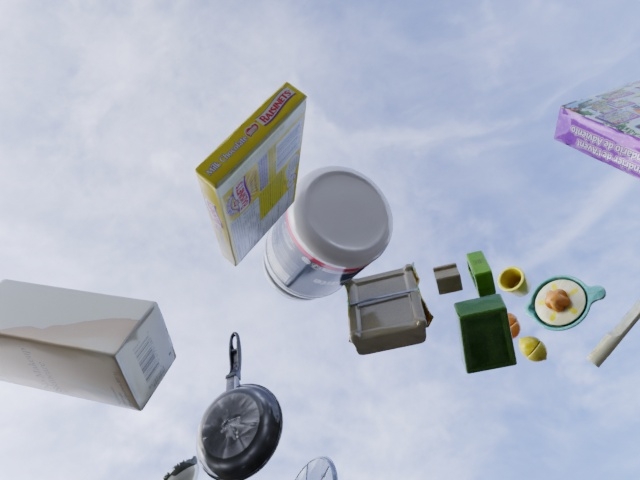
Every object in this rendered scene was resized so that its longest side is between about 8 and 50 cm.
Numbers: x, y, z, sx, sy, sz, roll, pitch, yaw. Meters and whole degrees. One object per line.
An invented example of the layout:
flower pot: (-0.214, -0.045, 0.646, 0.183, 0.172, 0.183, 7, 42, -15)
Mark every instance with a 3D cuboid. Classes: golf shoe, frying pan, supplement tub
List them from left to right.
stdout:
golf shoe: (-0.349, 0.672, 1.197, 0.105, 0.120, 0.272, -2, -61, -50)
frying pan: (-0.159, 0.329, 0.991, 0.197, 0.326, 0.053, -5, -39, 23)
supplement tub: (0.000, 0.000, 0.901, 0.191, 0.272, 0.191, 8, -115, -17)

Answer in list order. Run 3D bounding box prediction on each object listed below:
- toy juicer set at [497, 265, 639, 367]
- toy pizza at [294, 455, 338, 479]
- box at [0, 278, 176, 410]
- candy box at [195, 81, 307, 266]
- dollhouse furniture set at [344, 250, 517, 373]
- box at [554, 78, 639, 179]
toy juicer set: (0.526, 0.175, 1.054, 0.089, 0.329, 0.209, 33, -104, -34)
toy pizza: (-0.018, 0.507, 0.876, 0.032, 0.201, 0.201, 31, -81, -15)
box: (-0.423, 0.170, 0.795, 0.311, 0.121, 0.148, 5, -53, 15)
candy box: (-0.059, -0.047, 0.441, 0.027, 0.206, 0.105, 40, -108, 8)
dollhouse furniture set: (0.211, 0.160, 0.963, 0.302, 0.197, 0.151, -14, -59, 10)
box: (0.513, -0.168, 0.646, 0.293, 0.201, 0.057, -20, -52, -14)
